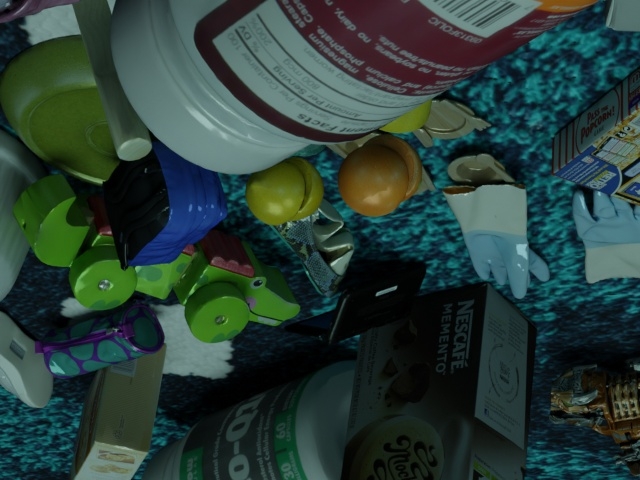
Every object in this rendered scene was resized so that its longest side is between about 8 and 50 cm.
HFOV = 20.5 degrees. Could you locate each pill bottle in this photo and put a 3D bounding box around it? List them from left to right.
[{"bbox_3d":[-0.052,0.287,2.175,0.204,0.204,0.361,26,145,-32],"label":"pill bottle"},{"bbox_3d":[0.033,-0.201,1.256,0.224,0.224,0.392,25,146,-31],"label":"pill bottle"}]

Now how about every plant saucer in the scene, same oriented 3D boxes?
[{"bbox_3d":[-0.185,-0.108,1.661,0.241,0.037,0.241,4,151,2],"label":"plant saucer"}]

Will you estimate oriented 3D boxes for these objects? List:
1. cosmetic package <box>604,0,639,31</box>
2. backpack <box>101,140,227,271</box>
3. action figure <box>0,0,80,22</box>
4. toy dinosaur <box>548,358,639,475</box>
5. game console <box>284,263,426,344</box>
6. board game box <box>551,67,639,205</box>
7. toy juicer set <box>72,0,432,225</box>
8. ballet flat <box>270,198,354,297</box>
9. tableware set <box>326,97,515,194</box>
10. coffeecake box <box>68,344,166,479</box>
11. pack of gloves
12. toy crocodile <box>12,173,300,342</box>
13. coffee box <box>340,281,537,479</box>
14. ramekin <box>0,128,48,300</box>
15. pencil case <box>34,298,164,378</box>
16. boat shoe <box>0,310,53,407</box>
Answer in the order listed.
[{"bbox_3d":[0.329,-0.221,1.264,0.238,0.127,0.107,6,151,5],"label":"cosmetic package"},{"bbox_3d":[-0.138,-0.043,1.636,0.101,0.098,0.120,-12,162,-31],"label":"backpack"},{"bbox_3d":[-0.253,-0.211,1.274,0.370,0.248,0.275,1,152,14],"label":"action figure"},{"bbox_3d":[0.424,0.217,2.024,0.322,0.164,0.218,18,139,18],"label":"toy dinosaur"},{"bbox_3d":[0.037,0.062,1.884,0.122,0.071,0.107,-18,139,-39],"label":"game console"},{"bbox_3d":[0.330,-0.078,1.602,0.194,0.045,0.147,19,149,-21],"label":"board game box"},{"bbox_3d":[-0.065,-0.095,1.482,0.329,0.209,0.089,10,143,-8],"label":"toy juicer set"},{"bbox_3d":[0.000,0.000,1.796,0.070,0.070,0.188,-5,152,20],"label":"ballet flat"},{"bbox_3d":[0.094,-0.081,1.670,0.169,0.020,0.141,-13,146,31],"label":"tableware set"},{"bbox_3d":[-0.248,0.218,2.151,0.068,0.142,0.185,14,150,-12],"label":"coffeecake box"},{"bbox_3d":[0.236,0.012,1.763,0.195,0.046,0.232,0,156,15],"label":"pack of gloves"},{"bbox_3d":[-0.160,0.015,1.790,0.341,0.115,0.105,19,120,-34],"label":"toy crocodile"},{"bbox_3d":[0.126,0.210,1.902,0.168,0.297,0.119,-13,142,33],"label":"coffee box"},{"bbox_3d":[-0.413,-0.021,1.770,0.273,0.127,0.273,4,151,2],"label":"ramekin"},{"bbox_3d":[-0.254,0.116,2.049,0.152,0.064,0.070,-18,159,36],"label":"pencil case"},{"bbox_3d":[-0.382,0.143,2.128,0.063,0.066,0.184,5,154,25],"label":"boat shoe"}]
